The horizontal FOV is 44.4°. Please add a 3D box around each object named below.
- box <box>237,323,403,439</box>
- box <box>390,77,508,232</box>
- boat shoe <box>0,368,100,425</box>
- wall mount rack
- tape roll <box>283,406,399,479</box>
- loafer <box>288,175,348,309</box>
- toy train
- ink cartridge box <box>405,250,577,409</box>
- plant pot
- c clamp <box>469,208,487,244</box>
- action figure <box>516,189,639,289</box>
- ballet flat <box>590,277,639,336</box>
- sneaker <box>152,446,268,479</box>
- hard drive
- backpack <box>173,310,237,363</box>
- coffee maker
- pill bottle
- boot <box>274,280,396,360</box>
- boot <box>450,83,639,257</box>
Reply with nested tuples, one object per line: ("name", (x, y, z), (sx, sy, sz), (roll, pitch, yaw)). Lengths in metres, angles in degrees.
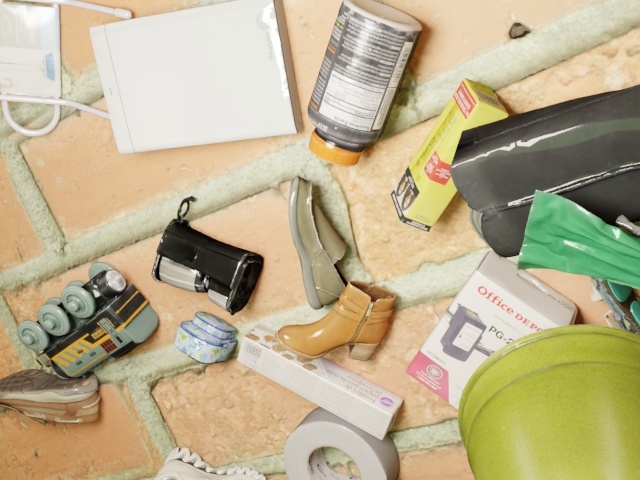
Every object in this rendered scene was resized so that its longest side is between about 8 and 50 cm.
("box", (-0.005, 0.263, 1.485), (0.324, 0.063, 0.067), (25, 119, 17))
("box", (0.195, -0.129, 1.218), (0.058, 0.087, 0.232), (18, 123, -22))
("boat shoe", (-0.646, 0.375, 1.818), (0.324, 0.123, 0.116), (-2, 109, 29))
("wall mount rack", (-0.509, -0.346, 1.484), (0.304, 0.130, 0.350), (3, 115, -10))
("tape roll", (0.039, 0.431, 1.520), (0.219, 0.072, 0.219), (9, 113, 23))
("loafer", (0.000, 0.000, 1.381), (0.087, 0.094, 0.251), (-10, 115, 5))
("toy train", (-0.499, 0.184, 1.668), (0.334, 0.142, 0.190), (-33, 102, 32))
("ink cartridge box", (0.278, 0.164, 1.284), (0.172, 0.100, 0.237), (35, 120, 11))
("plant pot", (0.383, 0.368, 1.097), (0.366, 0.353, 0.366), (3, 120, 6))
("c clamp", (0.320, -0.027, 1.238), (0.161, 0.022, 0.137), (-19, 99, 30))
("action figure", (0.386, 0.013, 1.025), (0.232, 0.063, 0.137), (18, 136, 18))
("ballet flat", (0.451, 0.095, 1.197), (0.070, 0.070, 0.188), (-32, 89, 32))
("sneaker", (-0.226, 0.538, 1.668), (0.292, 0.118, 0.110), (8, 110, 22))
("hard drive", (-0.219, -0.284, 1.370), (0.353, 0.047, 0.233), (-4, 107, 19))
("backpack", (-0.227, 0.189, 1.539), (0.105, 0.114, 0.084), (27, 99, 17))
("coffee maker", (-0.207, 0.031, 1.467), (0.178, 0.120, 0.171), (19, 115, 19))
("pill bottle", (0.057, -0.241, 1.228), (0.130, 0.130, 0.245), (29, 119, 15))
("boot", (0.028, 0.135, 1.381), (0.197, 0.073, 0.152), (7, 126, -18))
("boot", (0.446, -0.042, 1.072), (0.445, 0.146, 0.367), (-17, 109, 28))
